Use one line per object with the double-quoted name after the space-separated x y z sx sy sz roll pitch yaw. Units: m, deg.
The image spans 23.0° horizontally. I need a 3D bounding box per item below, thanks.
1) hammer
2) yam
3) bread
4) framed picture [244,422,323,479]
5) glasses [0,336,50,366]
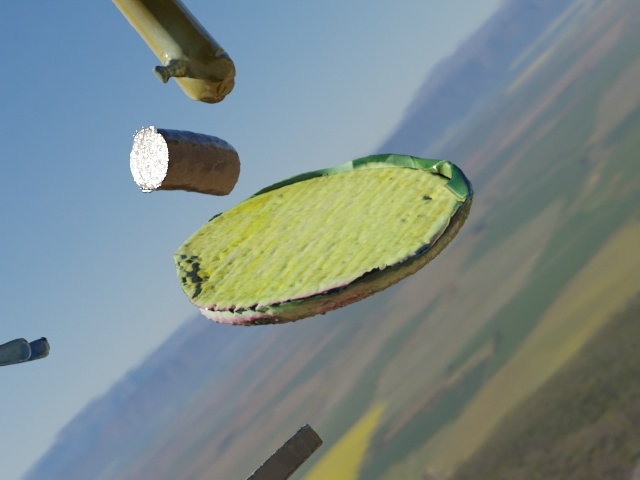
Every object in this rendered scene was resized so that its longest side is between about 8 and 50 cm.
-0.176 -0.235 1.297 0.202 0.305 0.113 -36 1 34 "hammer"
-0.170 -0.097 1.961 0.127 0.084 0.084 3 -39 -48 "yam"
0.000 0.000 1.119 0.228 0.033 0.228 -16 24 7 "bread"
-0.112 0.206 0.850 0.189 0.023 0.260 -48 -5 36 "framed picture"
-0.332 0.067 1.242 0.220 0.088 0.189 -7 -5 -2 "glasses"
